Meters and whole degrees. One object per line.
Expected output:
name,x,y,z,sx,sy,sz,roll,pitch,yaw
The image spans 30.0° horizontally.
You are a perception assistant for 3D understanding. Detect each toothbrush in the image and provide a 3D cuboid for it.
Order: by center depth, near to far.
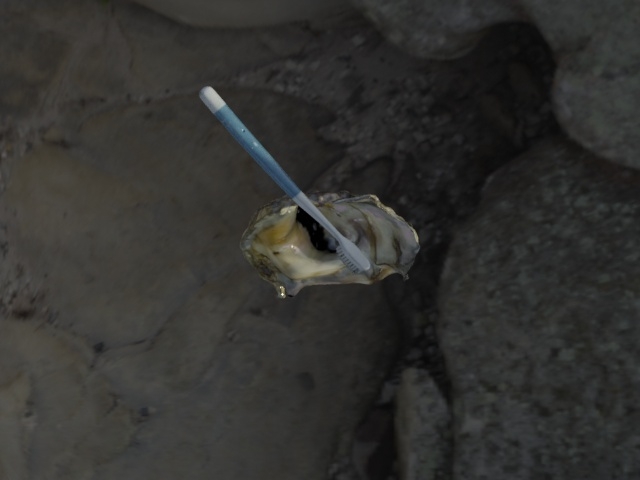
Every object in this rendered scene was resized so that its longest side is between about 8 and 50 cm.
toothbrush,-0.042,-0.066,1.345,0.275,0.025,0.019,48,56,-4

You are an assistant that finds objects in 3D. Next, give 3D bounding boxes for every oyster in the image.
oyster,0.005,-0.009,1.575,0.271,0.275,0.100,17,57,20
